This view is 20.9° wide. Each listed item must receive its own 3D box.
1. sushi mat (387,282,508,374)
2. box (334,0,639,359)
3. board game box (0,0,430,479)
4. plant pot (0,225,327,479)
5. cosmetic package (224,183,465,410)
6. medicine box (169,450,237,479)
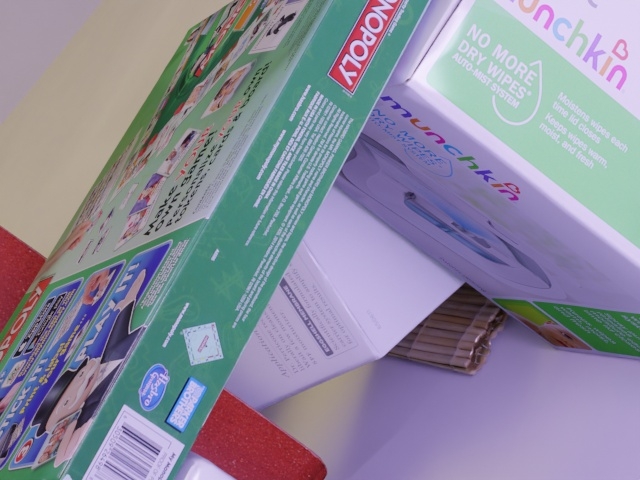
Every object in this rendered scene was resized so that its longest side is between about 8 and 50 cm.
[{"bbox_3d":[0.076,0.019,1.282,0.151,0.019,0.316,-56,20,-12],"label":"sushi mat"},{"bbox_3d":[0.124,-0.052,0.931,0.127,0.262,0.231,-58,21,-11],"label":"box"},{"bbox_3d":[-0.071,-0.002,0.825,0.213,0.046,0.317,-21,37,58],"label":"board game box"},{"bbox_3d":[-0.200,0.194,1.114,0.236,0.267,0.267,-55,3,-32],"label":"plant pot"},{"bbox_3d":[0.000,0.000,1.150,0.224,0.138,0.224,-38,7,-41],"label":"cosmetic package"},{"bbox_3d":[-0.050,0.276,0.762,0.289,0.263,0.149,-58,19,-14],"label":"medicine box"}]
